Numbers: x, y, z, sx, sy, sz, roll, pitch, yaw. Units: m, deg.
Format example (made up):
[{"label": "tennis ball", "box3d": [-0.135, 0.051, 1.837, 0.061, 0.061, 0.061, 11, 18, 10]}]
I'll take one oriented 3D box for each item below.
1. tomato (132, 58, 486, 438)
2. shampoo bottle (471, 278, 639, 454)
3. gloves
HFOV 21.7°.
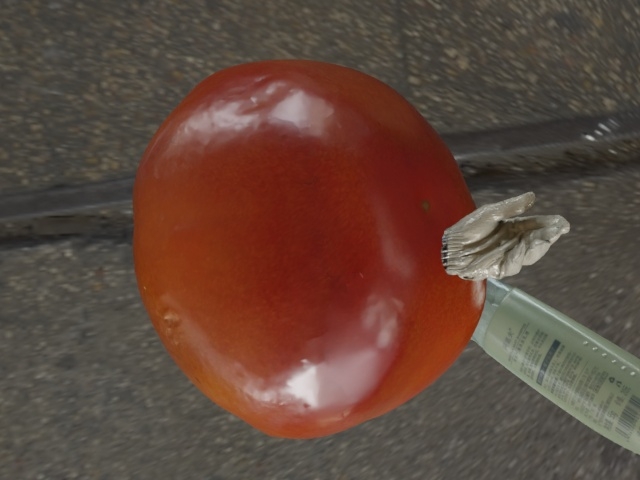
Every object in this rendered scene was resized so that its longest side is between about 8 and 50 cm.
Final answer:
[{"label": "tomato", "box3d": [0.003, 0.000, 1.100, 0.180, 0.260, 0.260, -13, 88, 41]}, {"label": "shampoo bottle", "box3d": [0.205, 0.101, 1.342, 0.212, 0.049, 0.072, 36, 126, 24]}, {"label": "gloves", "box3d": [0.092, -0.001, 0.885, 0.081, 0.037, 0.044, -5, 94, 33]}]
